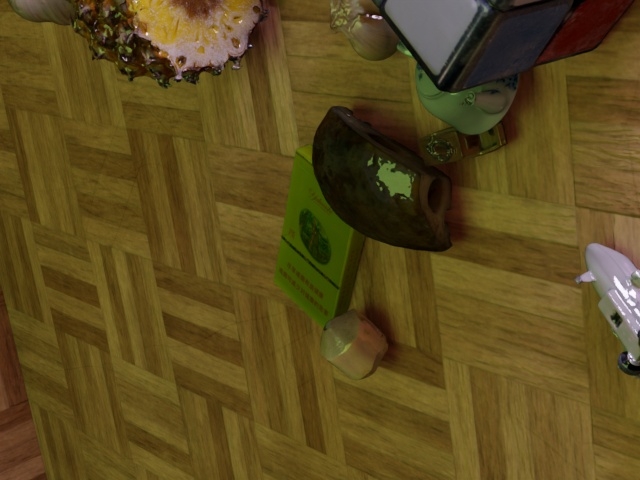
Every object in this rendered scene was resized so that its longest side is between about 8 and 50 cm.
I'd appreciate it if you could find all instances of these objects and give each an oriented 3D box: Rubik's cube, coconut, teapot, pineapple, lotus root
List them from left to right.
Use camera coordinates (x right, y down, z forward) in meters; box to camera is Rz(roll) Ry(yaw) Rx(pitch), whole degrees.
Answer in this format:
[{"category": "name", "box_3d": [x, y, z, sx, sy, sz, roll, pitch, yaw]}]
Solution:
[{"category": "pineapple", "box_3d": [-0.297, -0.455, 2.202, 0.300, 0.352, 0.352, 11, 116, 46]}, {"category": "coconut", "box_3d": [0.055, 0.190, 2.237, 0.122, 0.116, 0.116, 40, 155, -27]}, {"category": "lotus root", "box_3d": [0.083, -0.096, 2.022, 0.314, 0.142, 0.210, 24, 112, 39]}, {"category": "teapot", "box_3d": [0.199, -0.249, 1.780, 0.232, 0.159, 0.159, 48, 142, 46]}, {"category": "Rubik's cube", "box_3d": [0.241, -0.421, 1.519, 0.318, 0.313, 0.316, 57, 143, 19]}]

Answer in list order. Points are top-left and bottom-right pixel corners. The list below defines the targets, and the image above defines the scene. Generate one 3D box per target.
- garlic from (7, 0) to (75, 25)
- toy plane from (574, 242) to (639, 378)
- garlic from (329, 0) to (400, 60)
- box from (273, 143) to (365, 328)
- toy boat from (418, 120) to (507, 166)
[{"category": "garlic", "box_3d": [-0.536, -0.605, 2.511, 0.317, 0.259, 0.317, 0, 90, 29]}, {"category": "toy plane", "box_3d": [0.452, 0.107, 1.696, 0.255, 0.101, 0.251, 53, 154, 22]}, {"category": "garlic", "box_3d": [0.085, -0.380, 1.951, 0.124, 0.099, 0.174, 8, 119, 31]}, {"category": "box", "box_3d": [0.000, 0.000, 2.294, 0.187, 0.047, 0.335, 42, 138, 33]}, {"category": "toy boat", "box_3d": [0.222, -0.154, 1.888, 0.200, 0.077, 0.057, -9, 99, 55]}]
